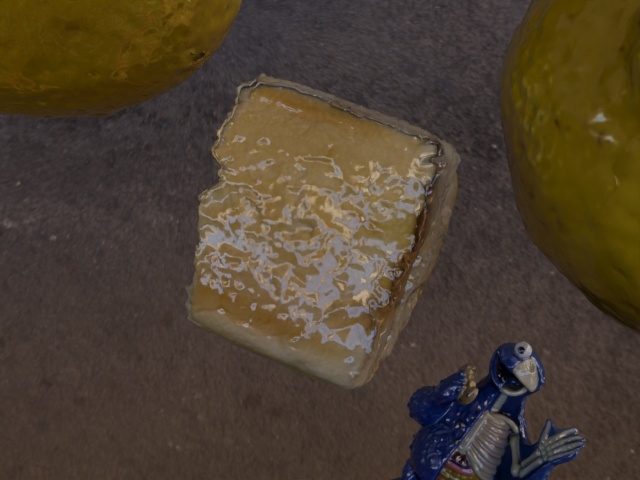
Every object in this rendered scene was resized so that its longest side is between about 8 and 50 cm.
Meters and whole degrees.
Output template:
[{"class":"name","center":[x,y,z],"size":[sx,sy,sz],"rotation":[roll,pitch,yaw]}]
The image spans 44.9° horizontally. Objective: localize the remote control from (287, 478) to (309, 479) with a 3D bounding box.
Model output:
[{"class":"remote control","center":[-0.060,0.199,0.343],"size":[0.250,0.103,0.034],"rotation":[-26,125,-43]}]

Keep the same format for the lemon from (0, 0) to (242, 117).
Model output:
[{"class":"lemon","center":[-0.210,-0.243,0.564],"size":[0.336,0.336,0.336],"rotation":[-2,107,-7]}]

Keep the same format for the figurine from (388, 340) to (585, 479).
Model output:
[{"class":"figurine","center":[0.175,0.219,0.857],"size":[0.164,0.121,0.262],"rotation":[49,121,24]}]

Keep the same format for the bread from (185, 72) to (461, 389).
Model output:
[{"class":"bread","center":[0.000,-0.001,0.356],"size":[0.106,0.082,0.125],"rotation":[20,98,13]}]

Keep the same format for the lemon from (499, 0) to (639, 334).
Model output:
[{"class":"lemon","center":[0.224,-0.060,0.387],"size":[0.254,0.310,0.253],"rotation":[-3,85,32]}]
